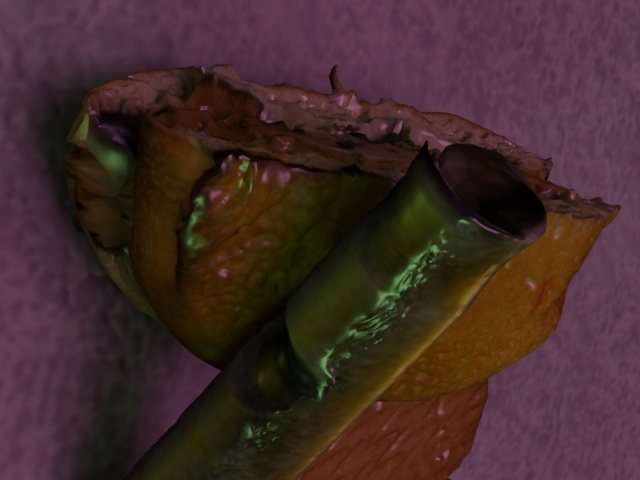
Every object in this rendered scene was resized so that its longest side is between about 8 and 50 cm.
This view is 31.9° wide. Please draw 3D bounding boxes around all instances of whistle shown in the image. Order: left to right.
[{"bbox_3d":[-0.024,0.082,0.496,0.068,0.057,0.326,16,129,-32],"label":"whistle"}]

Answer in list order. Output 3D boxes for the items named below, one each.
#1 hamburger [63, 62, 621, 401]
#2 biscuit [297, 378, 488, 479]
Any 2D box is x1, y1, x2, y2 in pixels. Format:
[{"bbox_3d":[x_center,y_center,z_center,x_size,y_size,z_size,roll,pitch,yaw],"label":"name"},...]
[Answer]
[{"bbox_3d":[0.000,0.000,0.566,0.283,0.144,0.156,7,123,-31],"label":"hamburger"},{"bbox_3d":[0.032,0.132,0.701,0.224,0.033,0.144,-29,120,-35],"label":"biscuit"}]
